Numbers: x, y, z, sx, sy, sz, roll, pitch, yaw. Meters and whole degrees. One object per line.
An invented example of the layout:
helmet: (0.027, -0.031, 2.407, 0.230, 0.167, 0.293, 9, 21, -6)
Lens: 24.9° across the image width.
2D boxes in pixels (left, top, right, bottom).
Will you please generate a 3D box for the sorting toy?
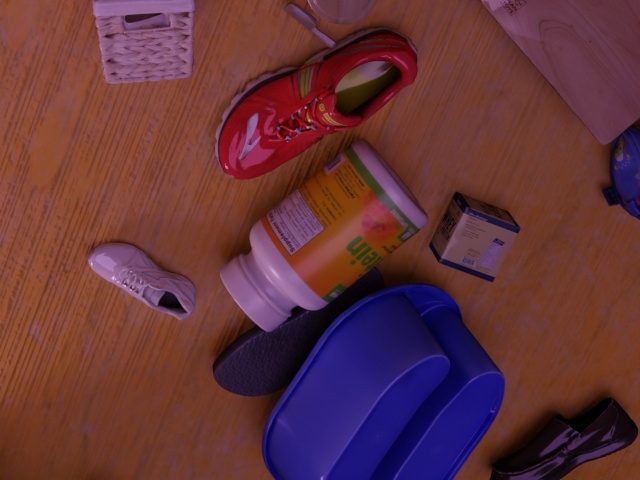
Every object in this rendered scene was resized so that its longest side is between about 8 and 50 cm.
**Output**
sorting toy: (0.356, -0.298, 1.761, 0.255, 0.089, 0.257, -41, 113, 8)

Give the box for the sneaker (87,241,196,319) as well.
sneaker: (-0.221, 0.050, 1.823, 0.152, 0.061, 0.053, 27, 108, -18)

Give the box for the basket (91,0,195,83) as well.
basket: (-0.200, -0.254, 1.641, 0.113, 0.167, 0.103, -6, 120, -7)

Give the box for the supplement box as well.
supplement box: (0.199, -0.004, 1.877, 0.083, 0.056, 0.083, 20, 108, -18)

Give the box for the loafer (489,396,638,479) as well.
loafer: (0.329, 0.279, 2.019, 0.220, 0.080, 0.078, -25, 105, -5)

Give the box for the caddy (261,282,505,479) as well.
caddy: (0.073, 0.215, 1.887, 0.241, 0.179, 0.341, 21, 109, -41)

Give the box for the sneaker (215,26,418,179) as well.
sneaker: (-0.007, -0.162, 1.737, 0.279, 0.118, 0.107, -34, 114, 5)

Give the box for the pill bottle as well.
pill bottle: (0.000, 0.000, 1.799, 0.246, 0.136, 0.136, -39, 114, 8)

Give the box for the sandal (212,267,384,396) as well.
sandal: (-0.028, 0.115, 1.897, 0.254, 0.054, 0.097, -35, 122, -5)

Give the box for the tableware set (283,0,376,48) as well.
tableware set: (-0.015, -0.334, 1.708, 0.194, 0.039, 0.128, 38, 114, -16)

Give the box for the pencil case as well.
pencil case: (0.522, -0.097, 1.860, 0.306, 0.119, 0.133, -7, 90, -7)
